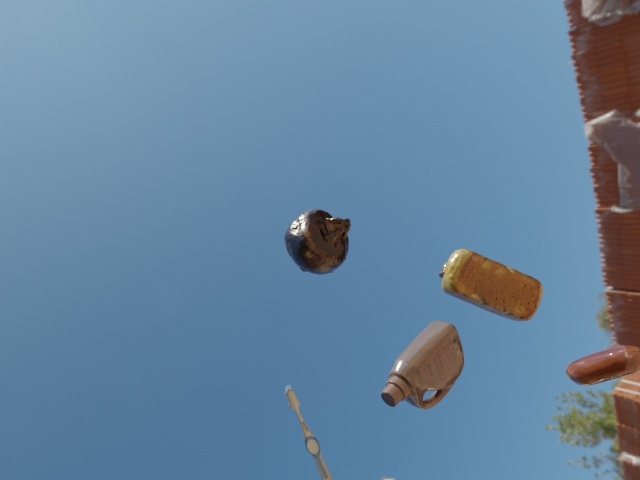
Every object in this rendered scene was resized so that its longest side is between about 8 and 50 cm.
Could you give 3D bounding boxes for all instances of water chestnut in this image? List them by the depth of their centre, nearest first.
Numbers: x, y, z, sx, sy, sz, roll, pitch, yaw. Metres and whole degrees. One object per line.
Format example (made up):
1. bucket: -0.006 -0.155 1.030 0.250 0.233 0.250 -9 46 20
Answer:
1. water chestnut: 0.000 0.000 1.633 0.224 0.238 0.223 32 -140 -31

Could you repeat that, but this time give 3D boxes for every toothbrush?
1. toothbrush: -0.018 0.555 1.325 0.040 0.040 0.385 -31 -74 -36

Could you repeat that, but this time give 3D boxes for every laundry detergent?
1. laundry detergent: 0.232 0.307 1.109 0.237 0.076 0.171 -37 -62 -35

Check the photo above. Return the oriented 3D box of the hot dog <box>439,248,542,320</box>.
1. hot dog: 0.639 0.170 1.939 0.406 0.223 0.185 22 -94 -11

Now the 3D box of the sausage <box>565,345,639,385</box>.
1. sausage: 0.702 0.309 1.227 0.077 0.194 0.077 20 -128 -28

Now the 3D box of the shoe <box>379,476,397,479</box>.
1. shoe: 0.274 0.813 1.587 0.180 0.092 0.089 23 -125 -15
